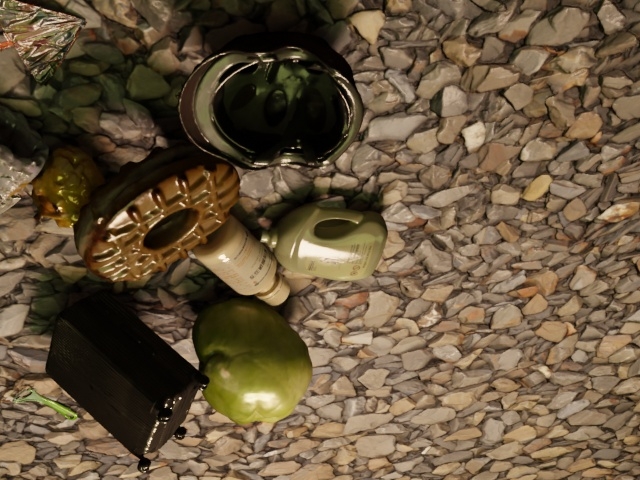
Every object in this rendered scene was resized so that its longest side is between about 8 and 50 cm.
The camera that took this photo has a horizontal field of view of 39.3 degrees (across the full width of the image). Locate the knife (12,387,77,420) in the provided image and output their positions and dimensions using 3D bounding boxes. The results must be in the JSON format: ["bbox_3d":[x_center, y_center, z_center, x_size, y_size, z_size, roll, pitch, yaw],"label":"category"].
[{"bbox_3d":[-0.671,0.405,2.217,0.078,0.022,0.166,-31,133,31],"label":"knife"}]

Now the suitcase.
[{"bbox_3d":[-0.425,0.292,1.920,0.335,0.152,0.229,38,132,13],"label":"suitcase"}]

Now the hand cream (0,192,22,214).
[{"bbox_3d":[-0.670,-0.120,1.630,0.084,0.050,0.257,-31,140,24],"label":"hand cream"}]

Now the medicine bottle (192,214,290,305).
[{"bbox_3d":[-0.154,0.051,1.859,0.114,0.114,0.252,-25,137,17],"label":"medicine bottle"}]

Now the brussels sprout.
[{"bbox_3d":[-0.151,0.272,1.981,0.242,0.274,0.316,-40,134,1],"label":"brussels sprout"}]

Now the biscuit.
[{"bbox_3d":[-0.294,-0.049,1.638,0.332,0.103,0.332,-35,162,-13],"label":"biscuit"}]

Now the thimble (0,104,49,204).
[{"bbox_3d":[-0.560,-0.152,1.546,0.118,0.127,0.151,-36,114,25],"label":"thimble"}]

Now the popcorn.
[{"bbox_3d":[-0.453,-0.092,1.627,0.148,0.152,0.167,26,147,29],"label":"popcorn"}]

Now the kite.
[{"bbox_3d":[-0.470,-0.331,1.441,0.189,0.009,0.232,-19,148,-5],"label":"kite"}]

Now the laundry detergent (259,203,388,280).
[{"bbox_3d":[0.000,0.000,1.850,0.253,0.091,0.181,7,134,-17],"label":"laundry detergent"}]

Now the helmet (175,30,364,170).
[{"bbox_3d":[-0.080,-0.253,1.500,0.305,0.177,0.225,8,129,-6],"label":"helmet"}]
